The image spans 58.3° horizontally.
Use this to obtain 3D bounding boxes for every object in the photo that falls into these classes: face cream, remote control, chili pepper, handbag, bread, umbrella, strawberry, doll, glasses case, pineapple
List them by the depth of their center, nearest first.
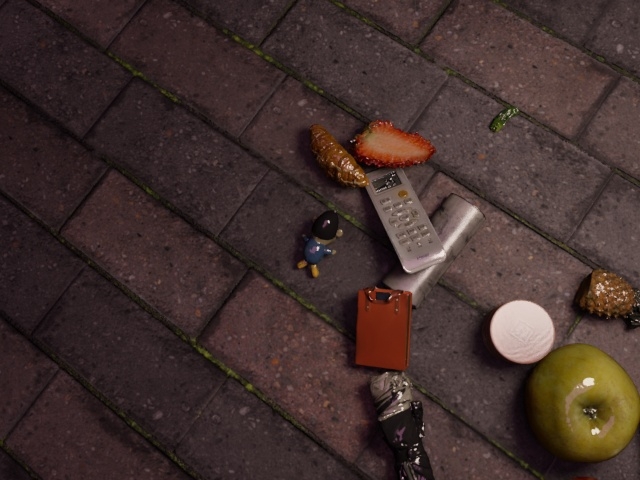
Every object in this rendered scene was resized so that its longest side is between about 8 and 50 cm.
[{"bbox_3d":[0.207,0.481,1.337,0.113,0.106,0.358,-16,77,-2],"label":"umbrella"},{"bbox_3d":[0.743,0.154,1.357,0.251,0.125,0.125,24,81,5],"label":"pineapple"},{"bbox_3d":[0.469,0.219,1.369,0.149,0.104,0.149,-1,78,5],"label":"face cream"},{"bbox_3d":[0.153,0.210,1.390,0.127,0.063,0.190,3,95,21],"label":"handbag"},{"bbox_3d":[0.286,0.026,1.448,0.114,0.060,0.299,37,83,17],"label":"glasses case"},{"bbox_3d":[0.207,-0.057,1.449,0.109,0.055,0.313,-21,57,0],"label":"remote control"},{"bbox_3d":[0.000,0.000,1.474,0.102,0.089,0.179,29,105,11],"label":"doll"},{"bbox_3d":[0.180,-0.223,1.487,0.208,0.087,0.167,30,54,17],"label":"strawberry"},{"bbox_3d":[0.032,-0.210,1.500,0.076,0.105,0.233,-36,71,-9],"label":"bread"},{"bbox_3d":[0.486,-0.323,1.525,0.091,0.034,0.030,-41,111,-5],"label":"chili pepper"}]

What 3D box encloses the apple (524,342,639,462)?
[{"bbox_3d":[0.584,0.363,1.283,0.261,0.194,0.261,0,85,4],"label":"apple"}]

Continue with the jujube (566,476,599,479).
[{"bbox_3d":[0.597,0.630,1.215,0.232,0.213,0.213,42,84,4],"label":"jujube"}]
